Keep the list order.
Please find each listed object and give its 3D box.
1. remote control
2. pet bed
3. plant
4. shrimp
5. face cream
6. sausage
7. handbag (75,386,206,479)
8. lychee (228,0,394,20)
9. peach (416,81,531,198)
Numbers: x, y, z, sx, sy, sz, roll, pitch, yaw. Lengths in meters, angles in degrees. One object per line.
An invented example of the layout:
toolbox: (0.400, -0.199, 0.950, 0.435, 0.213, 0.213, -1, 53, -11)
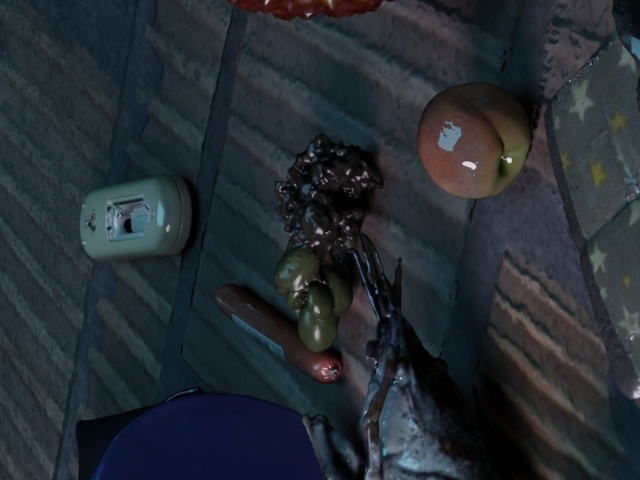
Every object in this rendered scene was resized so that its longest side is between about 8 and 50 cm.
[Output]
remote control: (-0.186, -0.020, 1.817, 0.221, 0.042, 0.078, -5, 85, 60)
pet bed: (0.236, -0.028, 0.940, 0.159, 0.183, 0.211, 128, 137, -55)
plant: (0.000, 0.000, 1.459, 0.085, 0.087, 0.174, -65, -18, -73)
shrimp: (0.047, 0.181, 1.273, 0.137, 0.172, 0.372, -54, 51, 53)
face cream: (-0.089, 0.278, 1.426, 0.225, 0.249, 0.249, -59, 41, 42)
sausage: (-0.039, 0.077, 1.568, 0.223, 0.029, 0.029, 31, 116, 57)
handbag: (-0.171, 0.258, 1.740, 0.254, 0.088, 0.211, -21, 69, 55)
lychee: (-0.003, -0.288, 1.283, 0.304, 0.275, 0.276, 8, 96, 39)
peach: (0.103, -0.070, 1.271, 0.083, 0.083, 0.083, -4, 86, 60)
